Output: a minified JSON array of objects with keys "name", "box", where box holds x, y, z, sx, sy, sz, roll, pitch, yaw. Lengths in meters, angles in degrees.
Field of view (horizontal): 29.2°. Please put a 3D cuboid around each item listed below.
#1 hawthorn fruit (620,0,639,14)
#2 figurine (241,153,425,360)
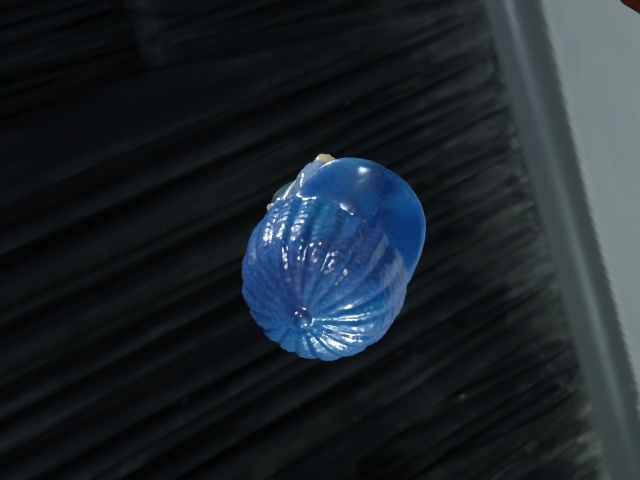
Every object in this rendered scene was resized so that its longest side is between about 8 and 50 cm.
[{"name":"hawthorn fruit","box":[0.237,-0.252,0.608,0.276,0.276,0.307,110,154,-50]},{"name":"figurine","box":[0.000,0.000,0.584,0.149,0.087,0.086,-126,16,-75]}]
